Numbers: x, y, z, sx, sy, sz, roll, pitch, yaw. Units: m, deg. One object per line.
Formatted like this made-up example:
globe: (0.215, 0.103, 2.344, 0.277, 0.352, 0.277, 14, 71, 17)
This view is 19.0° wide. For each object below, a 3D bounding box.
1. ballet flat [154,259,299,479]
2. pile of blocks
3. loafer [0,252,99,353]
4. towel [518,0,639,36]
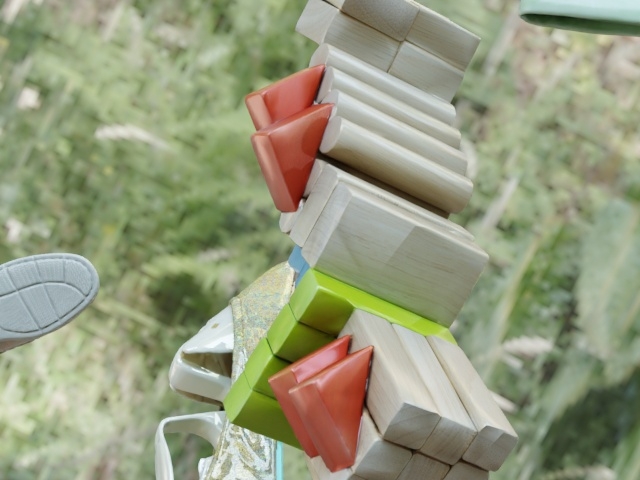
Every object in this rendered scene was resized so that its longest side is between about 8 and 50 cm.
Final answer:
ballet flat: (-0.078, 0.145, 1.596, 0.123, 0.123, 0.348, 23, 46, -20)
pile of blocks: (0.000, 0.000, 0.957, 0.112, 0.149, 0.362, 24, 44, -26)
loafer: (-0.177, 0.042, 1.044, 0.039, 0.125, 0.045, 59, 6, -82)
towel: (0.294, -0.277, 1.385, 0.248, 0.325, 0.038, 8, -27, 13)
